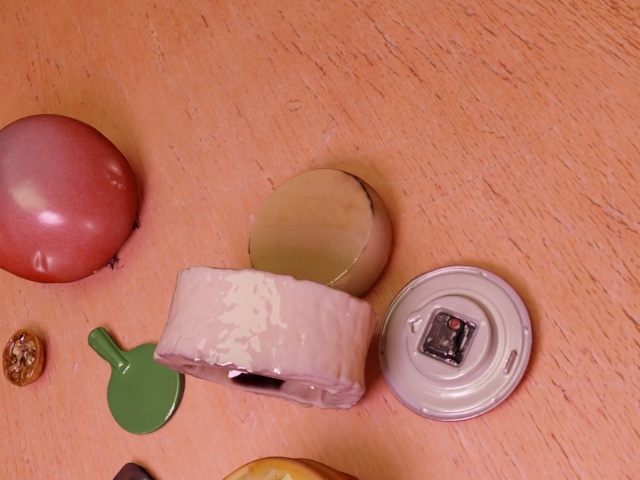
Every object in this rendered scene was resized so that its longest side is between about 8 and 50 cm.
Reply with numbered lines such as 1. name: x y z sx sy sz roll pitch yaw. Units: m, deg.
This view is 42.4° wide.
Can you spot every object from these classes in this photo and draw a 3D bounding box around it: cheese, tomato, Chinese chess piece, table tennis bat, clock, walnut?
1. cheese: -0.072 0.152 1.260 0.332 0.292 0.153 8 72 19
2. tomato: -0.542 -0.075 1.626 0.341 0.273 0.341 -12 62 24
3. Chinese chess piece: 0.000 0.000 1.399 0.250 0.097 0.251 -12 62 24
4. table tennis bat: -0.349 0.245 1.520 0.257 0.039 0.160 37 89 31
5. clock: 0.200 0.152 1.243 0.244 0.056 0.244 -13 62 25
6. walnut: -0.580 0.237 1.640 0.091 0.052 0.121 -20 62 18

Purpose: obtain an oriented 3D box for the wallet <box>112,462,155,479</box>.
1. wallet: -0.364 0.537 1.389 0.165 0.042 0.309 35 87 34

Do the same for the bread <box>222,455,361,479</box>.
1. bread: -0.066 0.436 1.133 0.211 0.270 0.316 32 93 21
